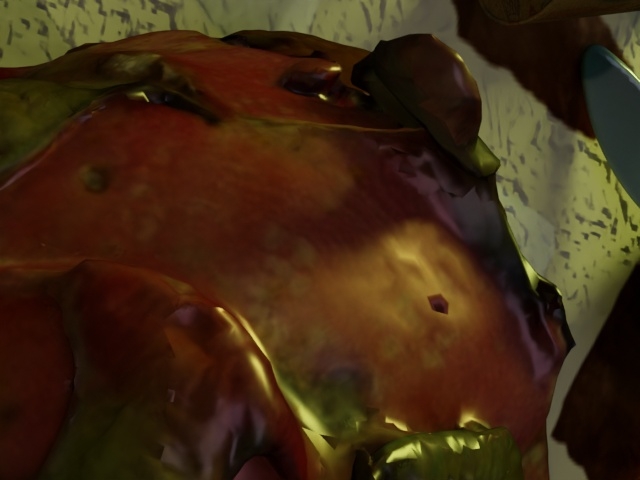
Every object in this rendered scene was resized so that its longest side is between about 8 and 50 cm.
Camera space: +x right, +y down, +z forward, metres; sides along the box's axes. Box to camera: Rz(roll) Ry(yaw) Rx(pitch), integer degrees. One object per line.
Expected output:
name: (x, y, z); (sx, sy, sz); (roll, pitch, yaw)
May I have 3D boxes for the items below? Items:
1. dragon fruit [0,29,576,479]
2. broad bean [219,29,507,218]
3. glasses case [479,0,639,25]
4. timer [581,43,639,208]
dragon fruit: (-0.109, 0.086, 0.410); (0.263, 0.296, 0.314); (-28, 131, -41)
broad bean: (0.001, 0.002, 0.601); (0.228, 0.122, 0.156); (43, 74, -37)
glasses case: (0.162, -0.139, 0.719); (0.170, 0.064, 0.041); (-12, 95, -37)
timer: (0.252, -0.007, 0.815); (0.175, 0.175, 0.255); (-18, 87, -35)
